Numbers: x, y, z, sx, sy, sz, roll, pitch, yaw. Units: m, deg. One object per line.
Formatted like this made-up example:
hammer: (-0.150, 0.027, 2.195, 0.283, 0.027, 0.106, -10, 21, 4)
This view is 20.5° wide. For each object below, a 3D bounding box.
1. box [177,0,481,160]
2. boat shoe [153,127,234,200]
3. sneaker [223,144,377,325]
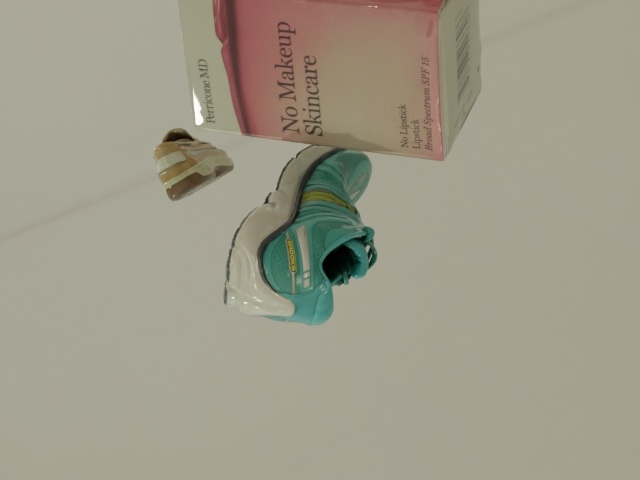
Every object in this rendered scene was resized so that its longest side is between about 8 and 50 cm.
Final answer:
box: (0.011, -0.171, 1.512, 0.127, 0.232, 0.148, -61, -28, -49)
boat shoe: (-0.142, -0.091, 1.934, 0.072, 0.068, 0.190, 58, -175, -1)
sneaker: (0.000, 0.000, 1.601, 0.275, 0.110, 0.107, -58, -17, -56)
